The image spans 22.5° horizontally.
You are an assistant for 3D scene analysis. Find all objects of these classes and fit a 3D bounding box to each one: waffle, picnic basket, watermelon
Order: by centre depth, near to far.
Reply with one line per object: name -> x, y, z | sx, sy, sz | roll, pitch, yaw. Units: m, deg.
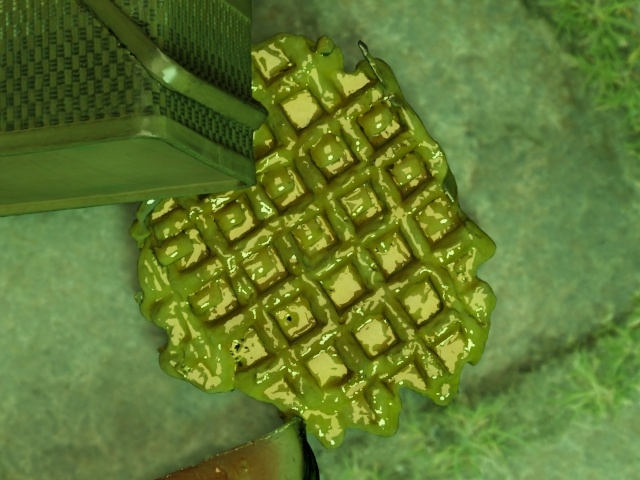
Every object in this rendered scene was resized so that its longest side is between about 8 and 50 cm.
picnic basket -> -0.177, -0.102, 1.036 | 0.267, 0.165, 0.139 | -6, 78, 21
watermelon -> -0.094, 0.220, 1.110 | 0.245, 0.063, 0.119 | -32, 80, 5
waffle -> -0.001, 0.000, 1.131 | 0.262, 0.060, 0.280 | 15, 87, -5
